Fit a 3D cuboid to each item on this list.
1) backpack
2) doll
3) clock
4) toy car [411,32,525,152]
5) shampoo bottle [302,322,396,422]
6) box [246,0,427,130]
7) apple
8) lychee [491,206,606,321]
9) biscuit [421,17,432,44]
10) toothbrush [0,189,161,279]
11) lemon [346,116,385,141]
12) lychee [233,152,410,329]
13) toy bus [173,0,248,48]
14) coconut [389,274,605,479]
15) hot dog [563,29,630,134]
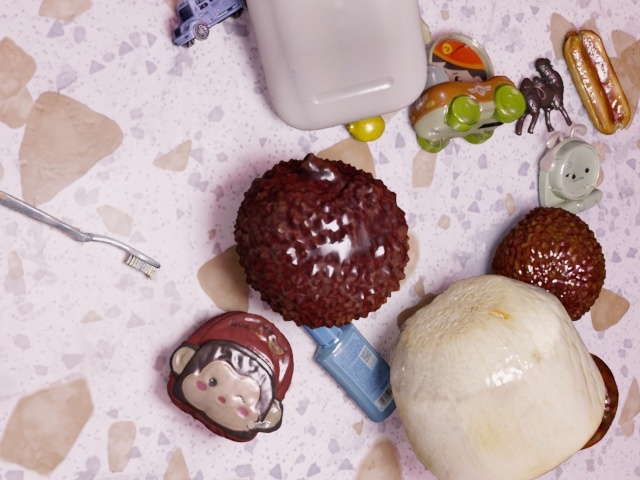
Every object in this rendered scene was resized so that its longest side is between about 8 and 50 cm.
[{"bbox_3d":[-0.146,0.229,1.599,0.229,0.139,0.229,2,83,-13],"label":"backpack"},{"bbox_3d":[0.478,-0.313,1.983,0.139,0.057,0.165,-8,91,-28],"label":"doll"},{"bbox_3d":[0.547,-0.153,2.005,0.151,0.062,0.191,-21,114,-27],"label":"clock"},{"bbox_3d":[0.273,-0.306,1.834,0.235,0.145,0.235,8,69,-22],"label":"toy car"},{"bbox_3d":[0.060,0.230,1.755,0.258,0.061,0.104,50,65,-22],"label":"shampoo bottle"},{"bbox_3d":[0.031,-0.366,1.588,0.288,0.141,0.349,-14,125,0],"label":"box"},{"bbox_3d":[0.516,0.330,1.938,0.230,0.230,0.230,-1,92,-30],"label":"apple"},{"bbox_3d":[0.475,0.051,1.901,0.236,0.236,0.271,46,51,-23],"label":"lychee"},{"bbox_3d":[0.122,-0.472,1.716,0.040,0.188,0.265,-36,80,5],"label":"biscuit"},{"bbox_3d":[-0.423,-0.027,1.485,0.375,0.028,0.037,29,85,-28],"label":"toothbrush"},{"bbox_3d":[0.087,-0.218,1.755,0.083,0.062,0.062,-4,94,-26],"label":"lemon"},{"bbox_3d":[0.000,0.000,1.590,0.306,0.306,0.330,-19,127,-28],"label":"lychee"},{"bbox_3d":[-0.189,-0.398,1.583,0.167,0.073,0.076,-39,107,-27],"label":"toy bus"},{"bbox_3d":[0.328,0.283,1.733,0.415,0.344,0.416,-5,108,-16],"label":"coconut"},{"bbox_3d":[0.614,-0.353,2.052,0.100,0.068,0.250,-30,104,-15],"label":"hot dog"}]
